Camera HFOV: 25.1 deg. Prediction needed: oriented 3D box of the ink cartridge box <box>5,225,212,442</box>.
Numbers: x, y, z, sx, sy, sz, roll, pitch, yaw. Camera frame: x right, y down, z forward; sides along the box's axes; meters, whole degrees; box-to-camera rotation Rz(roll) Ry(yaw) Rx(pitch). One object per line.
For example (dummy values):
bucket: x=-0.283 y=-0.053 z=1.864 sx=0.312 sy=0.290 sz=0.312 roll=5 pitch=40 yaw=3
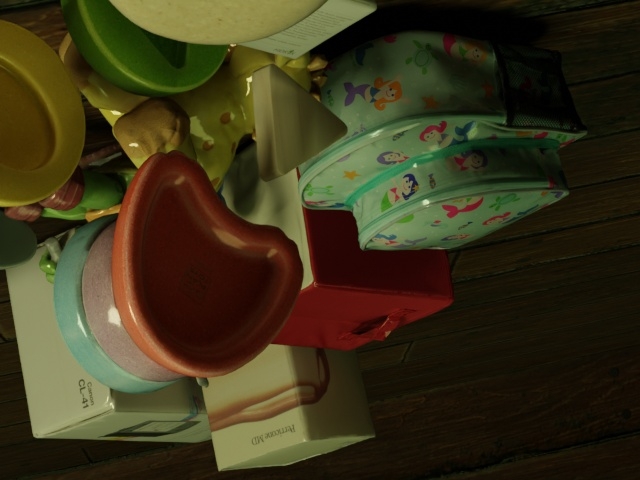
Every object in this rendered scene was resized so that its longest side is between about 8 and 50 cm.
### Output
ink cartridge box: x=-0.216 y=0.121 z=1.731 sx=0.131 sy=0.226 sz=0.306 roll=-24 pitch=160 yaw=29

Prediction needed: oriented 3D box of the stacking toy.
stacking toy: x=-0.147 y=-0.060 z=1.017 sx=0.130 sy=0.279 sz=0.309 roll=-17 pitch=124 yaw=46

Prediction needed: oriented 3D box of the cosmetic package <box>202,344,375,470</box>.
cosmetic package: x=-0.058 y=0.105 z=1.668 sx=0.153 sy=0.296 sz=0.129 roll=-25 pitch=161 yaw=36

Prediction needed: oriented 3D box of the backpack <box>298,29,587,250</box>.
backpack: x=0.095 y=-0.094 z=1.338 sx=0.253 sy=0.191 sz=0.225 roll=8 pitch=155 yaw=-41

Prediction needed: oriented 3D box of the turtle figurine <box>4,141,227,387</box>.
turtle figurine: x=-0.214 y=0.014 z=1.350 sx=0.266 sy=0.198 sz=0.274 roll=20 pitch=105 yaw=-33

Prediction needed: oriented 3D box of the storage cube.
storage cube: x=0.000 y=0.000 z=1.523 sx=0.193 sy=0.215 sz=0.184 roll=8 pitch=155 yaw=-39

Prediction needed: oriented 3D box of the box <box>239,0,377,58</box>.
box: x=-0.031 y=-0.196 z=1.009 sx=0.087 sy=0.101 sz=0.102 roll=-26 pitch=160 yaw=36

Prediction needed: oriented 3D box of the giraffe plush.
giraffe plush: x=-0.084 y=-0.120 z=1.150 sx=0.170 sy=0.210 sz=0.181 roll=-37 pitch=-163 yaw=-3

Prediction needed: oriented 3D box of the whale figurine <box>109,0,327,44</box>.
whale figurine: x=-0.100 y=-0.232 z=0.842 sx=0.272 sy=0.141 sz=0.216 roll=27 pitch=144 yaw=-28

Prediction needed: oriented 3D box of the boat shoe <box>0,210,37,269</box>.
boat shoe: x=-0.394 y=0.005 z=1.495 sx=0.183 sy=0.065 sz=0.083 roll=3 pitch=163 yaw=-28
